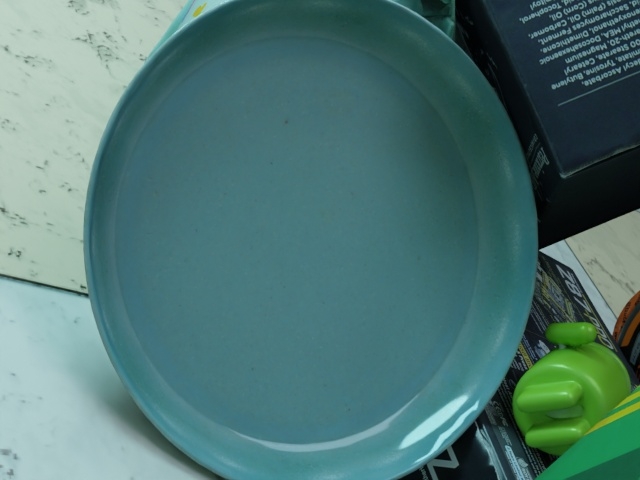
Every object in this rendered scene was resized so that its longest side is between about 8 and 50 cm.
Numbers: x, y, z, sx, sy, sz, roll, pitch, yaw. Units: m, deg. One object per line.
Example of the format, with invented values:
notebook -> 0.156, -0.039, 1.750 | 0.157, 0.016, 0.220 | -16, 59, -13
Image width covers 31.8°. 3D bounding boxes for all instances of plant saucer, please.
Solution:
plant saucer -> 0.000, 0.000, 0.712 | 0.317, 0.318, 0.043 | 34, -17, -24

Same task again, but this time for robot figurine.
robot figurine -> 0.174, 0.108, 0.777 | 0.115, 0.067, 0.101 | -16, 92, -60

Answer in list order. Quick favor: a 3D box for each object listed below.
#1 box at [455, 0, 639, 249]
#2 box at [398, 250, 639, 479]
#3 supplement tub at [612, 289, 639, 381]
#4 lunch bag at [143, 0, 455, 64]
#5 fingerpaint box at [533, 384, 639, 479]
box -> 0.188, -0.182, 0.883 | 0.343, 0.179, 0.312 | 58, 9, -78
box -> 0.169, 0.138, 0.913 | 0.318, 0.097, 0.395 | 21, 33, -38
supplement tub -> 0.409, 0.146, 1.073 | 0.207, 0.207, 0.338 | 40, 5, -10
lunch bag -> -0.011, -0.143, 0.869 | 0.160, 0.262, 0.223 | 29, 28, -31
fingerpaint box -> 0.309, 0.259, 0.576 | 0.445, 0.371, 0.163 | 38, 25, -5
